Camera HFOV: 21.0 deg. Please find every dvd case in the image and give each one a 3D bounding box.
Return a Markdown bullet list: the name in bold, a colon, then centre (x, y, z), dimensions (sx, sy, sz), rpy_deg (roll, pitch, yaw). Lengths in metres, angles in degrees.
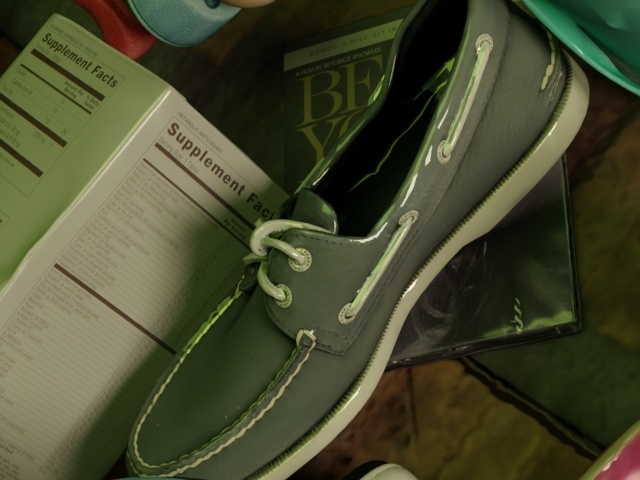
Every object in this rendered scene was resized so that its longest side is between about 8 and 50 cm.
- **dvd case**: centre (0.055, -0.036, 0.943), dimensions (0.164, 0.018, 0.221), rpy_deg (-14, 59, 23)

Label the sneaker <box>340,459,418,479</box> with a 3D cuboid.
- **sneaker**: centre (-0.055, 0.174, 0.853), dimensions (0.121, 0.079, 0.217), rpy_deg (36, 87, 36)

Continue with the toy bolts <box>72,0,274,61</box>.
- **toy bolts**: centre (-0.066, -0.222, 0.972), dimensions (0.158, 0.218, 0.228), rpy_deg (-4, 54, 39)

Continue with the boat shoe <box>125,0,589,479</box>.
- **boat shoe**: centre (0.000, 0.000, 0.869), dimensions (0.319, 0.099, 0.116), rpy_deg (-48, 40, -3)

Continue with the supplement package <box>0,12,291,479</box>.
- **supplement package**: centre (-0.149, 0.023, 0.944), dimensions (0.244, 0.139, 0.134), rpy_deg (-51, 43, -4)

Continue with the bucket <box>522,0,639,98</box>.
- **bucket**: centre (0.207, -0.198, 0.839), dimensions (0.281, 0.183, 0.281), rpy_deg (-14, 59, 24)

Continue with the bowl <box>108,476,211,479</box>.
- **bowl**: centre (-0.061, 0.297, 0.734), dimensions (0.391, 0.077, 0.391), rpy_deg (-6, 79, 32)

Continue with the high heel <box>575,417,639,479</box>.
- **high heel**: centre (0.132, 0.177, 0.763), dimensions (0.117, 0.082, 0.244), rpy_deg (39, 74, 12)
